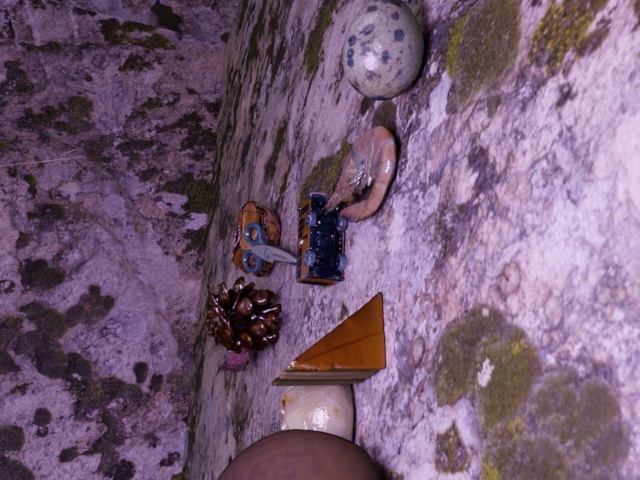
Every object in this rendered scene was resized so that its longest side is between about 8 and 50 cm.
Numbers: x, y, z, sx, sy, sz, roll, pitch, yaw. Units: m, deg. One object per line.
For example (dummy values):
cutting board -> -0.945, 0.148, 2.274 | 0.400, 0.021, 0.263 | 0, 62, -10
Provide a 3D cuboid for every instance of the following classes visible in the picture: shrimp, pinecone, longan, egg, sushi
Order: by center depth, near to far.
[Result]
longan -> -0.049, 0.444, 1.050 | 0.350, 0.288, 0.289 | -45, 37, 37
egg -> 0.109, -0.333, 1.152 | 0.141, 0.141, 0.182 | 180, 96, -72
shrimp -> 0.081, -0.101, 1.265 | 0.254, 0.059, 0.145 | -58, 42, 37
pinecone -> -0.206, 0.198, 1.766 | 0.229, 0.201, 0.203 | 147, 125, -70
sushi -> -0.232, 0.273, 1.961 | 0.161, 0.107, 0.241 | 120, 161, -46

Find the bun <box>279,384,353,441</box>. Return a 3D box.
bun -> -0.022, 0.330, 1.253 | 0.222, 0.127, 0.223 | -173, 90, -70

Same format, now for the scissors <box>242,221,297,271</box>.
scissors -> -0.130, 0.032, 1.754 | 0.289, 0.041, 0.138 | 14, 97, 53

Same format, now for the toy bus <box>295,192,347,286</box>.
toy bus -> 0.000, 0.000, 1.409 | 0.103, 0.091, 0.182 | 143, 131, -64

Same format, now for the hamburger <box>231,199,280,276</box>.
hamburger -> -0.187, -0.004, 1.964 | 0.231, 0.106, 0.231 | -168, 90, -68

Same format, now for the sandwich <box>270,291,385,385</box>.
sandwich -> 0.010, 0.170, 1.154 | 0.117, 0.187, 0.144 | 127, 141, -55
